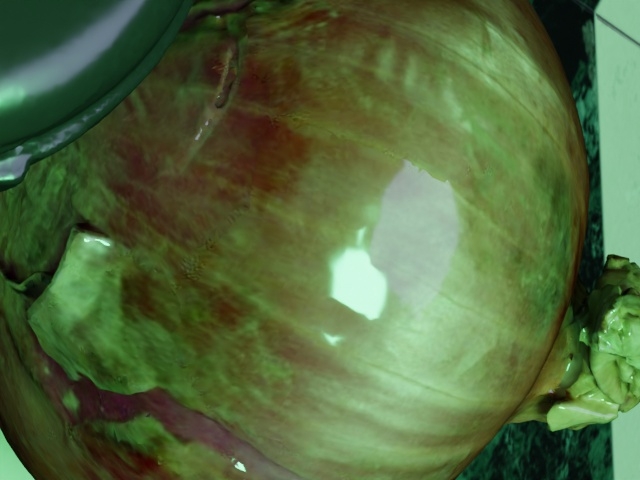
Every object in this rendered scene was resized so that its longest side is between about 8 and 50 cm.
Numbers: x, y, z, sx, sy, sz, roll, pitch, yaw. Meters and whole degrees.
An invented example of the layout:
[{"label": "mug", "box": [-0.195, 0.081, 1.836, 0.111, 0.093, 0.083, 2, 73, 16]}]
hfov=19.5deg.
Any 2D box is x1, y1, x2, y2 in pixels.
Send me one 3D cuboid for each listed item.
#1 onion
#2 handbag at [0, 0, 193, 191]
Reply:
[{"label": "onion", "box": [-0.023, -0.019, 0.884, 0.353, 0.353, 0.354, -10, 103, -52]}, {"label": "handbag", "box": [-0.189, -0.151, 0.705, 0.308, 0.093, 0.254, 25, 72, -13]}]
